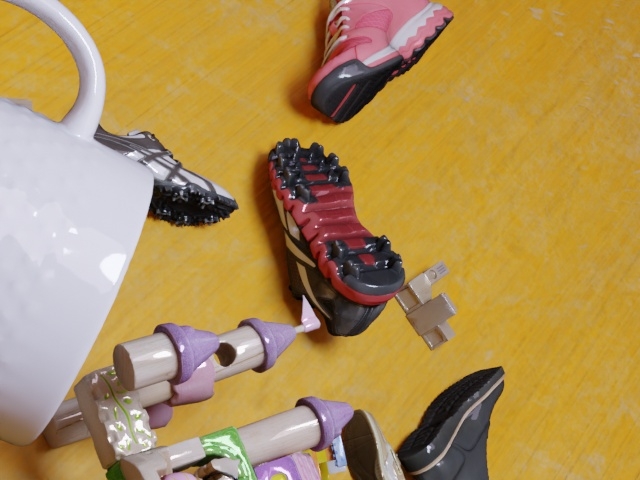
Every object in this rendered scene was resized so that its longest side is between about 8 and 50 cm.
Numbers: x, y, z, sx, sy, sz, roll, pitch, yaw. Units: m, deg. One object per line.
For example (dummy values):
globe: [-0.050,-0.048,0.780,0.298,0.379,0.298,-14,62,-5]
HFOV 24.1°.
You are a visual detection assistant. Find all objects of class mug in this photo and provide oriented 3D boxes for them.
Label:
mug: [-0.330,-0.053,1.296,0.328,0.276,0.374,26,94,-15]

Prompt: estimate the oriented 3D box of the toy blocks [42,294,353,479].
toy blocks: [-0.058,0.204,1.368,0.260,0.309,0.289,-15,75,-32]

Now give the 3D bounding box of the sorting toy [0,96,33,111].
sorting toy: [-0.350,-0.092,1.479,0.274,0.046,0.132,3,65,-27]

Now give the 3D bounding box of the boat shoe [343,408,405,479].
boat shoe: [0.064,0.250,1.642,0.045,0.050,0.135,2,66,-50]

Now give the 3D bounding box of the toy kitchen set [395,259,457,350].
toy kitchen set: [0.149,0.071,1.799,0.075,0.068,0.083,-32,87,-45]

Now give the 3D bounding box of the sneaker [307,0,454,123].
sneaker: [0.045,-0.254,1.901,0.136,0.116,0.314,43,38,4]

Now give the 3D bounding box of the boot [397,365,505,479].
boot: [0.177,0.247,1.727,0.198,0.077,0.137,-41,103,-40]

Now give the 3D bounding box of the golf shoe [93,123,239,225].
golf shoe: [-0.175,-0.077,1.620,0.198,0.077,0.094,17,55,-32]

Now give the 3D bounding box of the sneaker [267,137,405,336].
sneaker: [0.000,0.000,1.704,0.097,0.135,0.276,-5,44,-28]

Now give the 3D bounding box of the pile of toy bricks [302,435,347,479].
pile of toy bricks: [-0.012,0.297,1.526,0.105,0.118,0.212,-12,81,-2]
